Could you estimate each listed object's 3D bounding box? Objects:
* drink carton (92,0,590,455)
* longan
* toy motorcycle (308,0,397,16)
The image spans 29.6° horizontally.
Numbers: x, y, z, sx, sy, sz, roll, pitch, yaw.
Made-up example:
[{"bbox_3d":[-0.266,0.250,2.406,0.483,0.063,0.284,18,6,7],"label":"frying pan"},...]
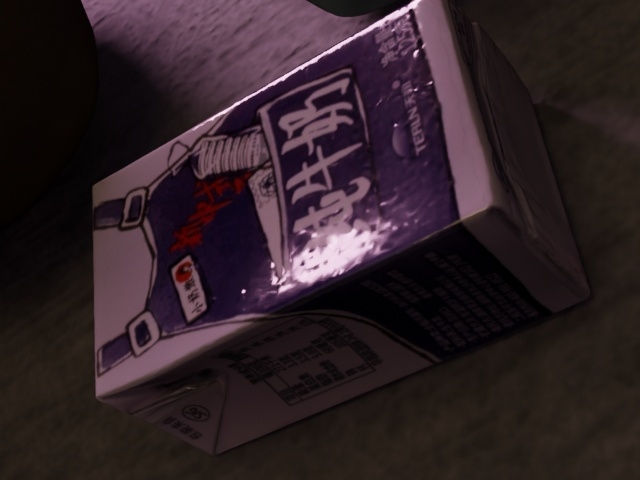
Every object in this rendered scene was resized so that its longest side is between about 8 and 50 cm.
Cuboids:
[{"bbox_3d":[-0.001,-0.001,0.593,0.222,0.102,0.134,-27,53,24],"label":"drink carton"},{"bbox_3d":[-0.283,-0.145,0.774,0.288,0.288,0.350,-43,55,7],"label":"longan"},{"bbox_3d":[0.096,-0.277,0.652,0.326,0.191,0.200,-33,54,-8],"label":"toy motorcycle"}]
